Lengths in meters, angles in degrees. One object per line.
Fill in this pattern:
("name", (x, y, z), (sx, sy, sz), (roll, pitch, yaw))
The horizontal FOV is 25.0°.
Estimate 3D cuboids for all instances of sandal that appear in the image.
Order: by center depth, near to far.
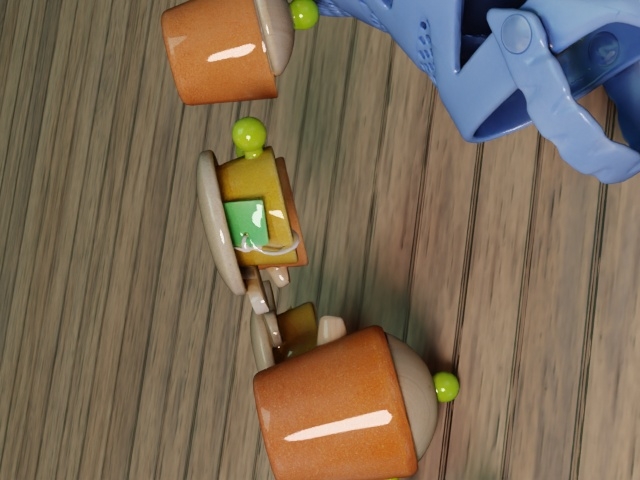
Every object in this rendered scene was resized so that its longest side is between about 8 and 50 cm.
("sandal", (0.092, -0.118, 0.807), (0.317, 0.126, 0.138), (20, 107, 48))

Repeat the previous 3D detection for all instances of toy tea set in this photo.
("toy tea set", (0.000, 0.000, 0.892), (0.200, 0.124, 0.336), (-104, 1, -60))
